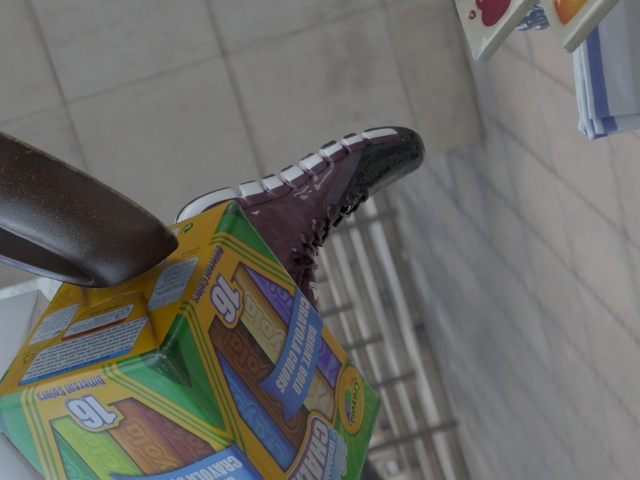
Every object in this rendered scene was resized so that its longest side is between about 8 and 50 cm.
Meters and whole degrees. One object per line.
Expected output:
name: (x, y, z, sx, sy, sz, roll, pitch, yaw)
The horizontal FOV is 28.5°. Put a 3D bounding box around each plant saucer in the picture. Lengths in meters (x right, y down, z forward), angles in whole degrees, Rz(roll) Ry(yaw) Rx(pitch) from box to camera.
plant saucer: (-0.248, -0.034, 0.843, 0.310, 0.310, 0.050, 81, -150, -77)

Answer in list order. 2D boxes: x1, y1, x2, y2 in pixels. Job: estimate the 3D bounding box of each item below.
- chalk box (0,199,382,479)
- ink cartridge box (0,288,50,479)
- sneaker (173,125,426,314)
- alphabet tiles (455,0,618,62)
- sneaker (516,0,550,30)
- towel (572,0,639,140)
chalk box: (-0.079, 0.150, 0.978, 0.289, 0.180, 0.179, 55, -147, -24)
ink cartridge box: (-0.334, 0.227, 1.344, 0.197, 0.198, 0.270, -87, -23, -47)
sneaker: (0.000, 0.000, 1.308, 0.106, 0.281, 0.162, 67, 180, -66)
alphabet tiles: (0.170, -0.276, 0.715, 0.342, 0.011, 0.285, -51, 34, 35)
sneaker: (0.190, -0.327, 1.428, 0.105, 0.281, 0.115, -16, 57, 62)
towel: (0.396, -0.229, 1.330, 0.034, 0.285, 0.209, -158, 59, -78)
